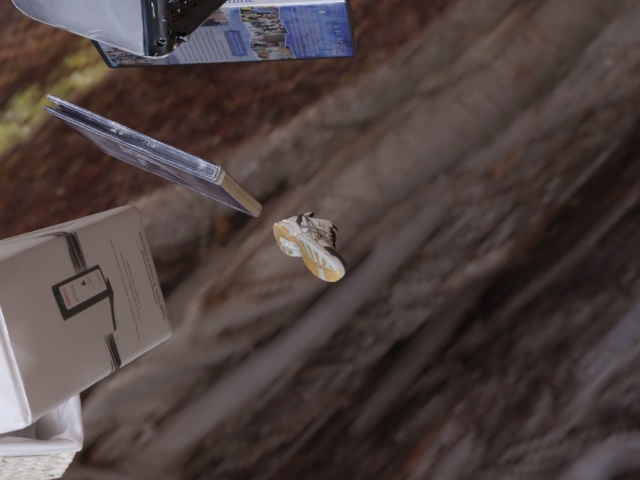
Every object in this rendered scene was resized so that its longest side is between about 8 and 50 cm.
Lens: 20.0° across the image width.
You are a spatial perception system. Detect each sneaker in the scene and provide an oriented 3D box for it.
[{"bbox_3d":[0.000,0.000,1.284,0.083,0.037,0.032,38,147,50],"label":"sneaker"}]

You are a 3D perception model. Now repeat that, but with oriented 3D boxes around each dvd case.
[{"bbox_3d":[-0.095,-0.203,1.730,0.180,0.253,0.022,72,-164,-79],"label":"dvd case"},{"bbox_3d":[-0.145,-0.073,1.628,0.164,0.018,0.221,23,177,10],"label":"dvd case"}]

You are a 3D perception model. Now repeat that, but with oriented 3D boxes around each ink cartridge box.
[{"bbox_3d":[-0.188,0.050,0.970,0.203,0.148,0.086,-32,-73,-71],"label":"ink cartridge box"}]

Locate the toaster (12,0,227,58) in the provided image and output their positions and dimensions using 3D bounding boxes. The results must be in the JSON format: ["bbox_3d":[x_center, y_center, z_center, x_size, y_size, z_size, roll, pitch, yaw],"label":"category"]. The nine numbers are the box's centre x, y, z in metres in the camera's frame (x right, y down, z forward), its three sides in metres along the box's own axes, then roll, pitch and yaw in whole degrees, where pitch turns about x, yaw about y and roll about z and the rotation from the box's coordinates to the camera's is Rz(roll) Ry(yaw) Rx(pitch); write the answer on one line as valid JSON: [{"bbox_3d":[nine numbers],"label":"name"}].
[{"bbox_3d":[-0.096,-0.218,1.012,0.110,0.186,0.168,14,-142,19],"label":"toaster"}]

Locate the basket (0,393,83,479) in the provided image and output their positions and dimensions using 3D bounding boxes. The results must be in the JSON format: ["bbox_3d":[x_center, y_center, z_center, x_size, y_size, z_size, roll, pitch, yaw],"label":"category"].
[{"bbox_3d":[-0.323,0.168,1.927,0.113,0.103,0.167,0,-123,-22],"label":"basket"}]
